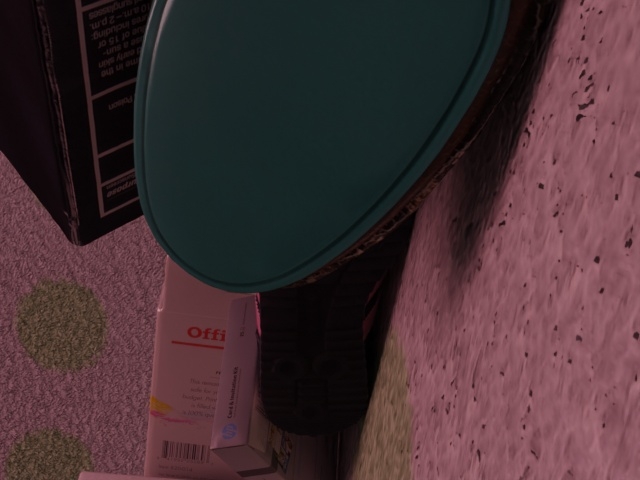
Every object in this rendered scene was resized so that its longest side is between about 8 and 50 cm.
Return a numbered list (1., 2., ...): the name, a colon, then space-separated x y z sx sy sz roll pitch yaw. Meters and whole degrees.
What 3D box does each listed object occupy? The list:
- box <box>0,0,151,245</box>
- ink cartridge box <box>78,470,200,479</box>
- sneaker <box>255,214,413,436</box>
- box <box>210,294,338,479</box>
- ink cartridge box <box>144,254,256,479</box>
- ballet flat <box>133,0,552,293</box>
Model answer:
1. box: -0.074 -0.199 0.528 0.183 0.296 0.294 46 150 24
2. ink cartridge box: -0.148 0.376 0.991 0.198 0.272 0.115 -87 3 -51
3. sneaker: 0.000 0.000 0.680 0.131 0.112 0.319 -92 11 -52
4. box: -0.033 0.158 0.812 0.186 0.038 0.145 55 -150 -46
5. ink cartridge box: -0.092 0.149 1.061 0.119 0.207 0.354 -93 12 -62
6. ballet flat: 0.040 -0.173 0.345 0.182 0.164 0.483 -57 -9 -42
